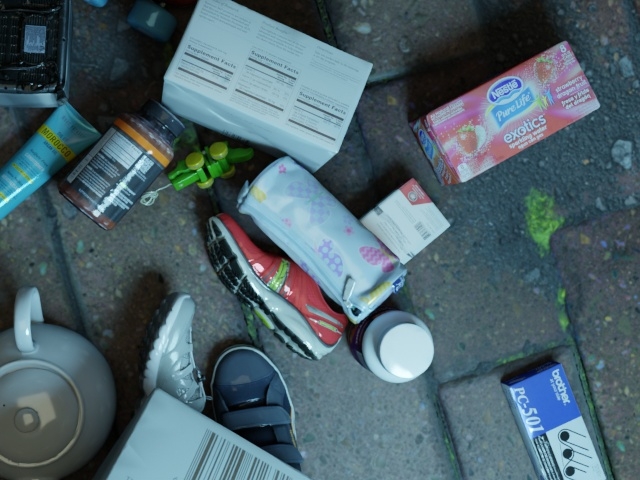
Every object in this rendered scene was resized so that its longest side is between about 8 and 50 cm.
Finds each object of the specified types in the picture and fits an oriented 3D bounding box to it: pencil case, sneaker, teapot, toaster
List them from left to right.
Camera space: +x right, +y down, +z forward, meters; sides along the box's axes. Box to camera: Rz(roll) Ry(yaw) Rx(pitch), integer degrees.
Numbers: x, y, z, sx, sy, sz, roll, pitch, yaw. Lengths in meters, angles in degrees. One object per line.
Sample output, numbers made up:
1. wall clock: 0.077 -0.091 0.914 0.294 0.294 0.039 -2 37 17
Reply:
1. toaster: -0.449 -0.280 1.540 0.168 0.110 0.185 2 83 -8
2. teapot: -0.415 0.236 1.518 0.256 0.187 0.252 44 84 -6
3. sneaker: -0.220 0.214 1.600 0.115 0.105 0.281 9 100 -16
4. sneaker: -0.090 0.318 1.599 0.126 0.127 0.321 -12 91 -7
5. sneaker: -0.067 0.058 1.627 0.118 0.107 0.279 -45 100 -24
6. pencil case: 0.000 0.000 1.573 0.273 0.113 0.124 45 55 6

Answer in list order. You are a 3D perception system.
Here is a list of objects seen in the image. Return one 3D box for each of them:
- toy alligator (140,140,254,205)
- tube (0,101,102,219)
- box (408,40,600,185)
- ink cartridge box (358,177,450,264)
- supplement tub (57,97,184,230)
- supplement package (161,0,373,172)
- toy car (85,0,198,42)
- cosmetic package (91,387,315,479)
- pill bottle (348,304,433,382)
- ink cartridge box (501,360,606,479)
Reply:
1. toy alligator: -0.196 -0.113 1.619 0.190 0.056 0.051 -23 50 -2
2. tube: -0.432 -0.115 1.585 0.080 0.052 0.207 46 78 -11
3. box: 0.285 -0.197 1.646 0.257 0.128 0.122 -29 95 -7
4. ink cartridge box: 0.119 -0.019 1.659 0.135 0.056 0.099 -39 94 -6
5. supplement tub: -0.293 -0.118 1.574 0.106 0.106 0.198 41 84 -7
6. supplement package: -0.086 -0.227 1.548 0.262 0.204 0.145 23 82 -8
7. toy car: -0.248 -0.436 1.510 0.210 0.238 0.219 29 86 -8
8. cosmetic package: -0.214 0.489 1.401 0.329 0.327 0.393 31 122 -6
9. pill bottle: 0.109 0.157 1.589 0.108 0.193 0.108 0 90 -9
10. ink cartridge box: 0.378 0.310 1.705 0.097 0.046 0.207 -23 94 -8
